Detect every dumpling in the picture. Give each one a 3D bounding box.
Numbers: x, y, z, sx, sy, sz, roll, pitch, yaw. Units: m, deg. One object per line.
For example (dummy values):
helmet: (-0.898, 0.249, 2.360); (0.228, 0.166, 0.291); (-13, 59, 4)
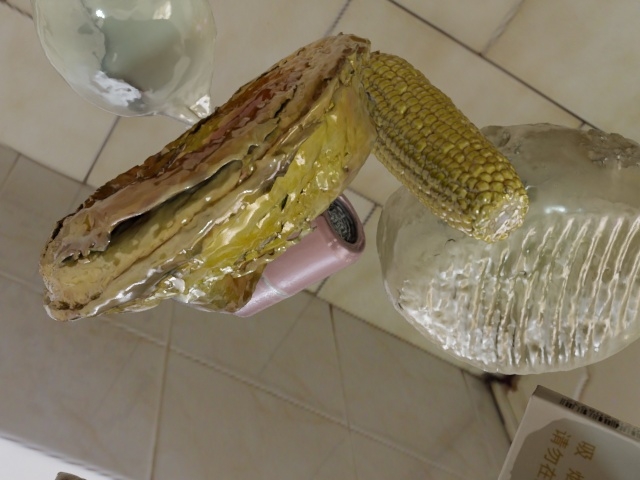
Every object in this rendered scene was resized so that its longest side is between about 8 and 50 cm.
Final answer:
dumpling: (-0.187, -0.200, 0.798); (0.147, 0.193, 0.258); (-49, 144, -12)

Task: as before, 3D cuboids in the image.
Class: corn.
corn: (0.099, -0.094, 0.847); (0.091, 0.260, 0.091); (-47, 135, 9)

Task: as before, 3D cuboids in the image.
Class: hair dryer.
hair dryer: (0.000, 0.000, 1.376); (0.210, 0.352, 0.125); (-28, 84, 27)

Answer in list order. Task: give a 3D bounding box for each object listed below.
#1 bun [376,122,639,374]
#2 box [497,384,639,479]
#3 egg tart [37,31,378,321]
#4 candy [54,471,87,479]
bun: (0.255, 0.003, 1.073); (0.362, 0.234, 0.326); (-19, 122, 23)
box: (0.336, 0.301, 0.835); (0.365, 0.051, 0.204); (22, 104, 19)
egg tart: (-0.060, -0.033, 0.635); (0.297, 0.297, 0.132); (-37, 105, 13)
candy: (-0.307, 0.448, 1.152); (0.157, 0.214, 0.289); (7, 76, -2)
